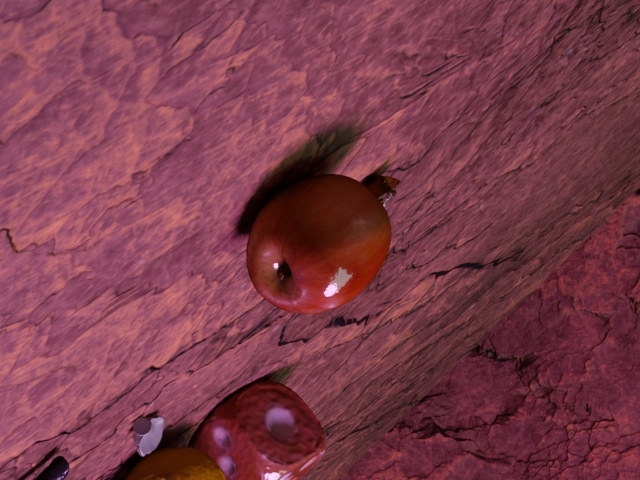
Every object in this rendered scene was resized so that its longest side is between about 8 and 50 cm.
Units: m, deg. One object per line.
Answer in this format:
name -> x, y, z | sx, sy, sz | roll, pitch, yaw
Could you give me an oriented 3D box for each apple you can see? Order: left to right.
apple -> 0.000, 0.000, 1.721 | 0.199, 0.199, 0.199 | -38, 163, -14

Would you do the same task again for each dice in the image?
dice -> -0.114, 0.370, 2.378 | 0.175, 0.174, 0.179 | -26, 161, -45

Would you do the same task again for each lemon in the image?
lemon -> -0.244, 0.433, 2.235 | 0.193, 0.180, 0.180 | 9, 131, -41

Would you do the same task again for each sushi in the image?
sushi -> 0.069, -0.050, 1.935 | 0.120, 0.055, 0.052 | -45, 157, 4

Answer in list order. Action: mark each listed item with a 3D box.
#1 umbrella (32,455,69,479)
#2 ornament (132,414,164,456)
umbrella -> -0.452, 0.402, 1.878 | 0.248, 0.071, 0.071 | -37, 163, -11
ornament -> -0.273, 0.307, 2.085 | 0.068, 0.041, 0.092 | -57, 167, -48
